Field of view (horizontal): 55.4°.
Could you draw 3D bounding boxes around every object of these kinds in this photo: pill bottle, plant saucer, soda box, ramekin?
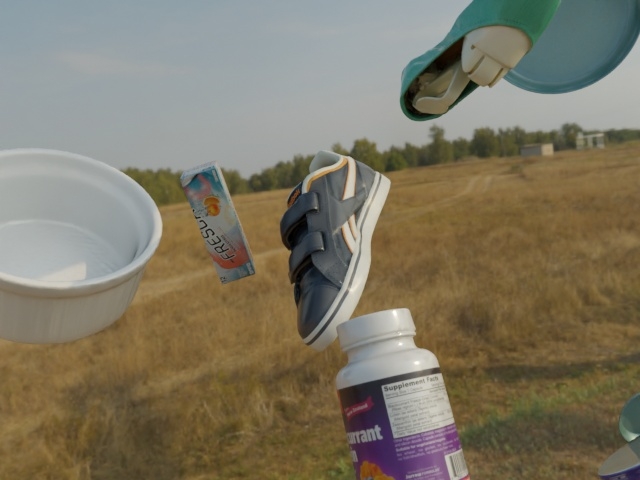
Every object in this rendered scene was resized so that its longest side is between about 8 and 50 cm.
[{"bbox_3d":[0.076,0.171,0.612,0.108,0.193,0.108,-12,-16,-4],"label":"pill bottle"},{"bbox_3d":[0.609,0.327,1.143,0.120,0.119,0.021,-7,17,-5],"label":"plant saucer"},{"bbox_3d":[-0.158,-0.027,0.952,0.058,0.183,0.063,-19,19,-1],"label":"soda box"},{"bbox_3d":[-0.366,0.008,0.823,0.277,0.135,0.277,17,37,-13],"label":"ramekin"},{"bbox_3d":[0.482,-0.457,1.242,0.318,0.317,0.044,-4,5,19],"label":"plant saucer"}]

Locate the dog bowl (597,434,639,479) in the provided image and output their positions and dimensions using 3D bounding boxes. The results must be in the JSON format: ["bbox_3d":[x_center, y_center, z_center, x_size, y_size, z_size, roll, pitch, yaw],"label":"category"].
[{"bbox_3d":[0.593,0.358,0.983,0.265,0.104,0.265,-27,-21,-11],"label":"dog bowl"}]

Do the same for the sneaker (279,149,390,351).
[{"bbox_3d":[0.000,0.000,0.830,0.126,0.128,0.321,-50,15,42],"label":"sneaker"}]

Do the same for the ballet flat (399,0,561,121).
[{"bbox_3d":[0.163,-0.191,0.657,0.083,0.087,0.247,19,-19,-18],"label":"ballet flat"}]
